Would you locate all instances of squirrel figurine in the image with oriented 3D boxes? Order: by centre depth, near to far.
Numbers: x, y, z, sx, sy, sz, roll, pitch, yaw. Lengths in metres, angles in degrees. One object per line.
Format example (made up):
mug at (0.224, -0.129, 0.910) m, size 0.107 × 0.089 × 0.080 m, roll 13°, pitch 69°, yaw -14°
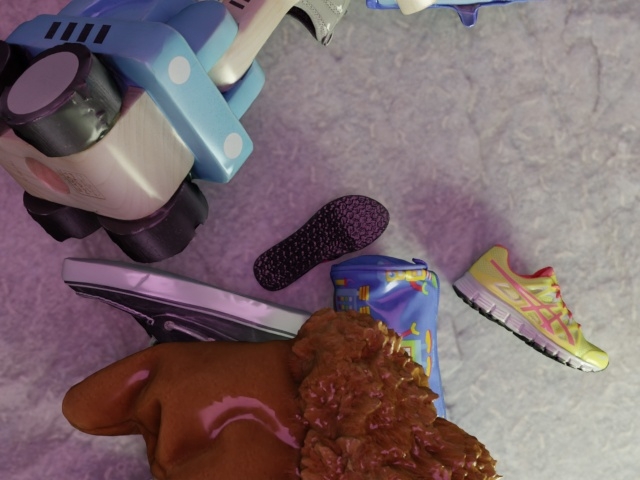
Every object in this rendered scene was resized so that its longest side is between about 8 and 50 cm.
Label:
squirrel figurine at (-0.026, 0.274, 0.946) m, size 0.397 × 0.370 × 0.281 m, roll -28°, pitch 131°, yaw 12°

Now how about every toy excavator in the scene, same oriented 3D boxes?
toy excavator at (-0.121, -0.210, 1.032) m, size 0.445 × 0.433 × 0.222 m, roll -58°, pitch 137°, yaw -22°

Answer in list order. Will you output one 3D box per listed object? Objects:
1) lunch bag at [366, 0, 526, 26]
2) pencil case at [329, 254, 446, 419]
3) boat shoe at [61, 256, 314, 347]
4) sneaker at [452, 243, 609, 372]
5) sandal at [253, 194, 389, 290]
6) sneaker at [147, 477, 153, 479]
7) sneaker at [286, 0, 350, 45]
lunch bag at (0.156, -0.385, 1.087) m, size 0.221 × 0.138 × 0.293 m, roll -1°, pitch 102°, yaw 12°
pencil case at (0.088, 0.167, 1.145) m, size 0.133 × 0.119 × 0.306 m, roll -6°, pitch 92°, yaw -2°
boat shoe at (-0.158, 0.096, 1.139) m, size 0.301 × 0.108 × 0.102 m, roll 16°, pitch 89°, yaw -11°
sneaker at (0.267, 0.081, 1.177) m, size 0.208 × 0.081 × 0.094 m, roll 35°, pitch 87°, yaw -4°
sandal at (0.000, 0.000, 1.181) m, size 0.179 × 0.040 × 0.067 m, roll -30°, pitch 88°, yaw 11°
sneaker at (-0.161, 0.374, 1.152) m, size 0.071 × 0.083 × 0.191 m, roll -30°, pitch 95°, yaw -4°
sneaker at (-0.092, -0.313, 1.129) m, size 0.281 × 0.105 × 0.115 m, roll 18°, pitch 90°, yaw -5°
